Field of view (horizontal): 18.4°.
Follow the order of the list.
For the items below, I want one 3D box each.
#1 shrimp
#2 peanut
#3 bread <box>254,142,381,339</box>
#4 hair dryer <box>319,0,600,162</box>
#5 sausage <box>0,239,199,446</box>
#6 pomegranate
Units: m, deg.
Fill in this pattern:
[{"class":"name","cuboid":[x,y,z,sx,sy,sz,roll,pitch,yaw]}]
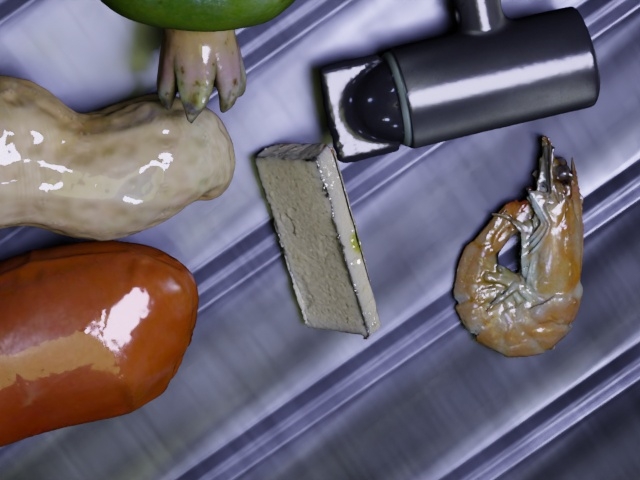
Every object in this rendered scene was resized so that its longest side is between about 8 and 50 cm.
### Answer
[{"class":"shrimp","cuboid":[0.157,0.005,1.518,0.099,0.041,0.180,8,109,0]},{"class":"peanut","cuboid":[-0.188,-0.053,1.383,0.263,0.101,0.117,3,128,-14]},{"class":"bread","cuboid":[0.000,0.000,1.461,0.028,0.068,0.153,-36,118,-40]},{"class":"hair dryer","cuboid":[0.082,-0.194,1.420,0.196,0.078,0.248,-13,101,-7]},{"class":"sausage","cuboid":[-0.211,0.074,1.410,0.258,0.133,0.133,-16,111,-3]},{"class":"pomegranate","cuboid":[-0.081,-0.193,1.321,0.187,0.187,0.225,-4,117,-11]}]
